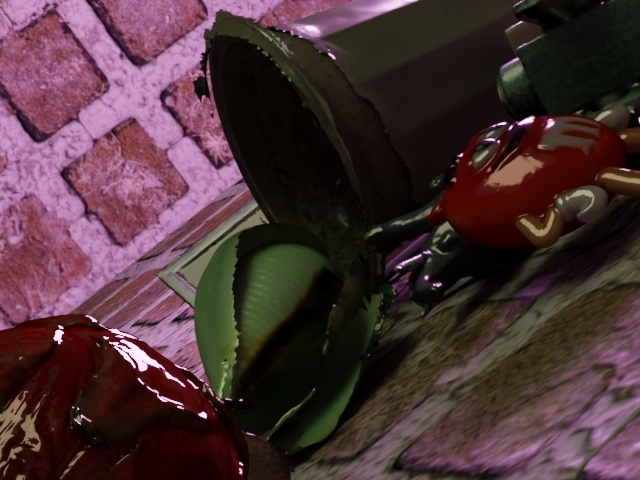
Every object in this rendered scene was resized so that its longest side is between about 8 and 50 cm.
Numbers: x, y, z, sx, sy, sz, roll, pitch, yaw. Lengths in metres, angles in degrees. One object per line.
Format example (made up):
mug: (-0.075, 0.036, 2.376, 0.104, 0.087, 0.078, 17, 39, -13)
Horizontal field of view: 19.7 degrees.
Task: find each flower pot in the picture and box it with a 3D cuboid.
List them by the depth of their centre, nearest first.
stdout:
flower pot: (0.066, -0.115, 1.654, 0.259, 0.290, 0.290, -26, 4, -19)

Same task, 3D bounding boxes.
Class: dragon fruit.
dragon fruit: (-0.150, 0.167, 1.034, 0.244, 0.244, 0.299, -35, 8, 8)

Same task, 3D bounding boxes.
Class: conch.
conch: (-0.018, 0.075, 1.417, 0.250, 0.143, 0.137, -128, 50, -70)

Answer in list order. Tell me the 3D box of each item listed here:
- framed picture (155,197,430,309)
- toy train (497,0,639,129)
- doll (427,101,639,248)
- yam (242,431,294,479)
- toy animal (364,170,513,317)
framed picture: (0.000, 0.000, 1.760, 0.274, 0.017, 0.217, -37, 41, -12)
toy train: (0.292, -0.181, 1.482, 0.304, 0.150, 0.221, -25, -1, 22)
doll: (0.176, -0.051, 1.317, 0.217, 0.085, 0.183, -6, 25, 33)
yam: (-0.082, 0.173, 1.244, 0.084, 0.084, 0.127, -41, 11, -32)
toy animal: (0.106, -0.004, 1.451, 0.137, 0.082, 0.269, -30, 9, 42)
